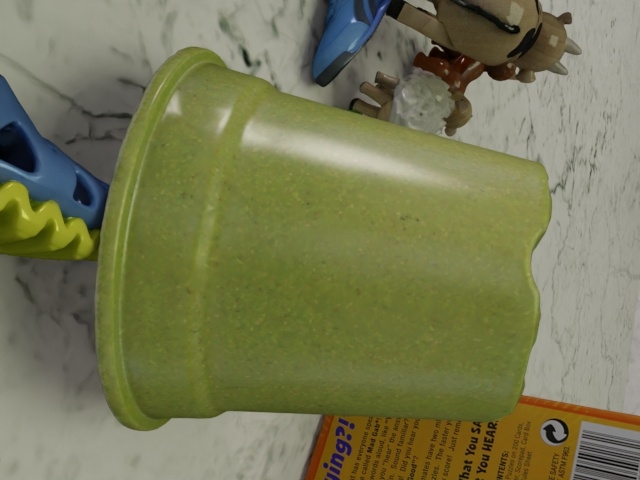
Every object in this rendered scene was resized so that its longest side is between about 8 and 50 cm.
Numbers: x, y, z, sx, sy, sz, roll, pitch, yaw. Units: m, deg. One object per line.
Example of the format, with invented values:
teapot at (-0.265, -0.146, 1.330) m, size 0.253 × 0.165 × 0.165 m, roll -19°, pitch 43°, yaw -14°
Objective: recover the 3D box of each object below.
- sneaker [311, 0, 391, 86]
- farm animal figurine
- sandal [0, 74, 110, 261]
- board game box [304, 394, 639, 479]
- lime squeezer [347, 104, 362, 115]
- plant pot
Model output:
sneaker at (0.032, -0.253, 0.799) m, size 0.082 × 0.069 × 0.209 m, roll 35°, pitch 72°, yaw -13°
farm animal figurine at (0.205, -0.256, 0.815) m, size 0.327 × 0.172 × 0.330 m, roll -40°, pitch 157°, yaw -51°
sandal at (-0.210, -0.082, 0.399) m, size 0.317 × 0.126 × 0.138 m, roll 40°, pitch 58°, yaw -53°
board game box at (0.194, 0.386, 0.848) m, size 0.356 × 0.356 × 0.356 m, roll 47°, pitch 56°, yaw -49°
lime squeezer at (0.000, 0.000, 0.797) m, size 0.110 × 0.059 × 0.310 m, roll 54°, pitch 41°, yaw -85°
plant pot at (0.019, 0.017, 0.547) m, size 0.276 × 0.254 × 0.276 m, roll 8°, pitch 90°, yaw -83°
